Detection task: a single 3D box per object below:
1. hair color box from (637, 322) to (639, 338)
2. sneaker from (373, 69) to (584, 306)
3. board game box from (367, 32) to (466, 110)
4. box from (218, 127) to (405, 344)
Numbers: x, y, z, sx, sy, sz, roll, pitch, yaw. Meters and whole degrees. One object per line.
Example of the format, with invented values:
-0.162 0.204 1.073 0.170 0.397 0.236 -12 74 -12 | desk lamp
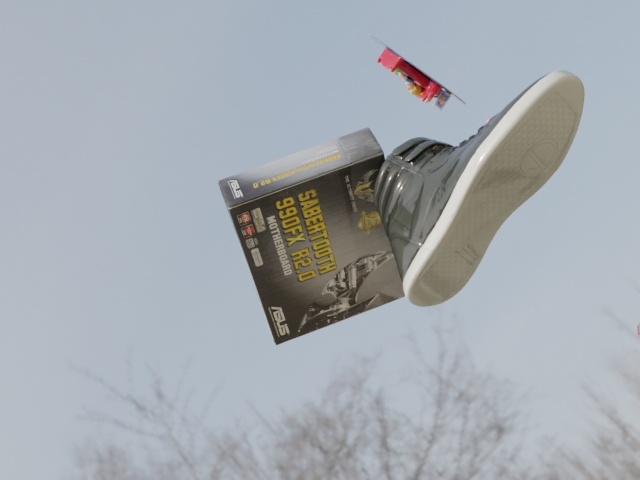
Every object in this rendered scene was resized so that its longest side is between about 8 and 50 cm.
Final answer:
0.480 0.077 1.478 0.167 0.093 0.053 -55 -3 18 | hair color box
0.144 -0.084 1.218 0.104 0.147 0.296 5 -48 -35 | sneaker
0.123 -0.224 1.649 0.033 0.168 0.133 -55 -9 8 | board game box
0.000 0.000 1.382 0.183 0.056 0.231 -19 -47 -5 | box
